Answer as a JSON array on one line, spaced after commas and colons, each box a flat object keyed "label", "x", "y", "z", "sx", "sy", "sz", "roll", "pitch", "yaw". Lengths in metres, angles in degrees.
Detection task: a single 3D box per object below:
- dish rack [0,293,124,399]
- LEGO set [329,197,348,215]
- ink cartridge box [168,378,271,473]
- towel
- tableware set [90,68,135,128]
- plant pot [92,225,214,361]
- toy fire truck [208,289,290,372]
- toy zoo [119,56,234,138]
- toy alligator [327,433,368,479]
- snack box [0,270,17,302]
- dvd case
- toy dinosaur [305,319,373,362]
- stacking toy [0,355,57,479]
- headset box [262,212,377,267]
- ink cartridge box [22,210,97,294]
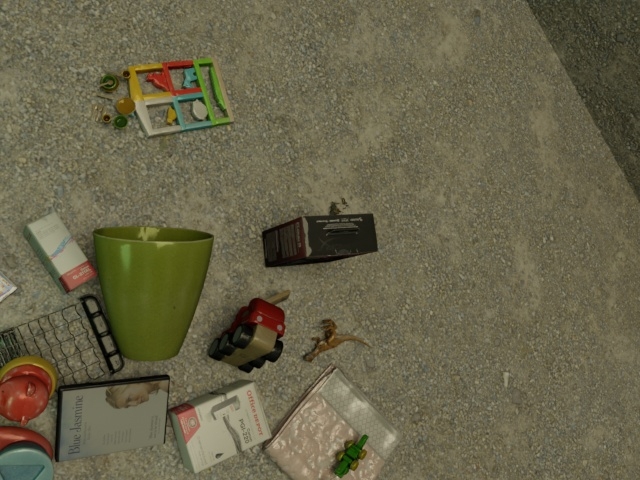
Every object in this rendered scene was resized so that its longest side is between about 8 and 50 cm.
[{"label": "dish rack", "x": -0.611, "y": 0.261, "z": 1.387, "sx": 0.272, "sy": 0.074, "sz": 0.208, "roll": -23, "pitch": 92, "yaw": -27}, {"label": "LEGO set", "x": 0.051, "y": -0.096, "z": 1.826, "sx": 0.083, "sy": 0.023, "sz": 0.054, "roll": -21, "pitch": 95, "yaw": -42}, {"label": "ink cartridge box", "x": -0.254, "y": 0.468, "z": 1.531, "sx": 0.218, "sy": 0.092, "sz": 0.158, "roll": -18, "pitch": 91, "yaw": -31}, {"label": "towel", "x": 0.047, "y": 0.572, "z": 1.698, "sx": 0.331, "sy": 0.053, "sz": 0.317, "roll": 49, "pitch": 64, "yaw": -12}, {"label": "tableware set", "x": -0.523, "y": -0.365, "z": 1.536, "sx": 0.104, "sy": 0.024, "sz": 0.154, "roll": 14, "pitch": 80, "yaw": -9}, {"label": "plant pot", "x": -0.399, "y": 0.127, "z": 1.434, "sx": 0.275, "sy": 0.275, "sz": 0.293, "roll": 0, "pitch": 98, "yaw": -28}, {"label": "toy fire truck", "x": -0.154, "y": 0.205, "z": 1.569, "sx": 0.159, "sy": 0.217, "sz": 0.246, "roll": 28, "pitch": 56, "yaw": -21}, {"label": "toy zoo", "x": -0.396, "y": -0.387, "z": 1.625, "sx": 0.294, "sy": 0.030, "sz": 0.192, "roll": -16, "pitch": 89, "yaw": -29}, {"label": "toy alligator", "x": 0.072, "y": 0.615, "z": 1.647, "sx": 0.189, "sy": 0.056, "sz": 0.051, "roll": -45, "pitch": 143, "yaw": -27}, {"label": "snack box", "x": -0.774, "y": 0.145, "z": 1.343, "sx": 0.064, "sy": 0.022, "sz": 0.178, "roll": 49, "pitch": 64, "yaw": -12}, {"label": "dvd case", "x": -0.485, "y": 0.414, "z": 1.413, "sx": 0.253, "sy": 0.022, "sz": 0.180, "roll": 1, "pitch": 102, "yaw": -32}, {"label": "toy dinosaur", "x": 0.040, "y": 0.287, "z": 1.744, "sx": 0.212, "sy": 0.064, "sz": 0.112, "roll": -16, "pitch": 108, "yaw": -20}, {"label": "stacking toy", "x": -0.690, "y": 0.412, "z": 1.233, "sx": 0.280, "sy": 0.130, "sz": 0.308, "roll": -1, "pitch": 102, "yaw": -24}, {"label": "headset box", "x": 0.000, "y": 0.000, "z": 1.625, "sx": 0.218, "sy": 0.293, "sz": 0.110, "roll": -4, "pitch": 84, "yaw": -28}, {"label": "ink cartridge box", "x": -0.604, "y": 0.031, "z": 1.391, "sx": 0.072, "sy": 0.127, "sz": 0.175, "roll": -35, "pitch": 99, "yaw": -29}]
